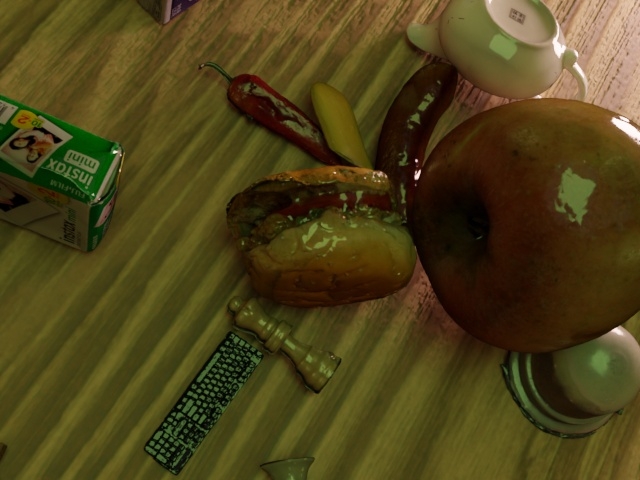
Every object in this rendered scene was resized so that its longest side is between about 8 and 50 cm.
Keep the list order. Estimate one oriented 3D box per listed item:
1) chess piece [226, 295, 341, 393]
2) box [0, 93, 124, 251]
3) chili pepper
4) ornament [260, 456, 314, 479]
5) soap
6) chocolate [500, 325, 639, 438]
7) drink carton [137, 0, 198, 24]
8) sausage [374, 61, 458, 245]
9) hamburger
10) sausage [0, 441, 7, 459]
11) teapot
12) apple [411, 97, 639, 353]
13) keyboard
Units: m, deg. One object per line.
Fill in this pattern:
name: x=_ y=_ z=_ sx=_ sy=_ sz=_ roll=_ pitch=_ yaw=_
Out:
chess piece: x=-0.055 y=0.135 z=1.094 sx=0.172 sy=0.060 sz=0.060 roll=36 pitch=67 yaw=0
box: x=-0.375 y=-0.092 z=1.009 sx=0.250 sy=0.180 sz=0.103 roll=23 pitch=64 yaw=-7
chili pepper: x=-0.065 y=-0.190 z=1.198 sx=0.268 sy=0.050 sz=0.059 roll=37 pitch=51 yaw=-3
ornament: x=-0.029 y=0.357 z=1.017 sx=0.074 sy=0.081 sz=0.156 roll=-4 pitch=70 yaw=-14
soap: x=0.029 y=-0.166 z=1.203 sx=0.089 sy=0.033 sz=0.169 roll=10 pitch=54 yaw=-43
chocolate: x=0.382 y=0.172 z=1.157 sx=0.221 sy=0.147 sz=0.221 roll=4 pitch=70 yaw=-11
drink carton: x=-0.180 y=-0.444 z=1.201 sx=0.102 sy=0.134 sz=0.222 roll=46 pitch=66 yaw=5
sausage: x=0.137 y=-0.137 z=1.218 sx=0.102 sy=0.076 sz=0.302 roll=12 pitch=74 yaw=3
hamburger: x=0.000 y=0.000 z=1.062 sx=0.244 sy=0.244 sz=0.163 roll=-5 pitch=78 yaw=-17
sausage: x=-0.414 y=0.301 z=0.954 sx=0.024 sy=0.024 sz=0.132 roll=26 pitch=66 yaw=-6
teapot: x=0.300 y=-0.300 z=1.290 sx=0.299 sy=0.166 sz=0.208 roll=36 pitch=40 yaw=-10
apple: x=0.302 y=-0.030 z=1.066 sx=0.304 sy=0.338 sz=0.339 roll=-11 pitch=76 yaw=-30
keyboard: x=-0.152 y=0.211 z=1.062 sx=0.060 sy=0.018 sz=0.195 roll=36 pitch=66 yaw=0
